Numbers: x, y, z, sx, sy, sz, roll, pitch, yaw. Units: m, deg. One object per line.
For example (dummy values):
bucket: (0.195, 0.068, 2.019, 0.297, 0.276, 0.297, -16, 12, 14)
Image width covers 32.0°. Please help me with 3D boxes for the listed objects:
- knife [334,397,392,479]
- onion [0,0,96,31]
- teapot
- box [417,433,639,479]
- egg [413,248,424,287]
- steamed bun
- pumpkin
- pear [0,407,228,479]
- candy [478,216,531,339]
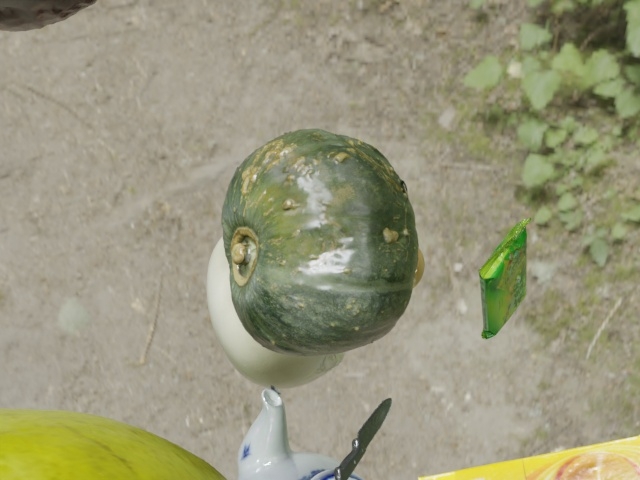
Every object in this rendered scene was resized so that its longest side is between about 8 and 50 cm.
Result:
knife: (0.047, 0.203, 1.156, 0.010, 0.023, 0.170, -14, 14, 27)
onion: (-0.249, -0.278, 0.847, 0.246, 0.246, 0.190, -16, 15, -10)
teapot: (-0.003, 0.401, 1.484, 0.252, 0.280, 0.424, -19, 78, -46)
box: (0.221, 0.246, 0.931, 0.269, 0.043, 0.152, -13, 52, 12)
egg: (0.129, 0.037, 1.795, 0.080, 0.080, 0.096, 9, 46, 9)
steamed bun: (-0.090, 0.111, 2.002, 0.206, 0.324, 0.324, -16, 52, 8)
pumpkin: (0.000, 0.000, 1.614, 0.257, 0.291, 0.328, -1, 91, -29)
pear: (-0.126, 0.188, 0.426, 0.252, 0.307, 0.253, -4, 78, 22)
candy: (0.239, 0.052, 1.454, 0.032, 0.178, 0.102, 27, 64, 24)
